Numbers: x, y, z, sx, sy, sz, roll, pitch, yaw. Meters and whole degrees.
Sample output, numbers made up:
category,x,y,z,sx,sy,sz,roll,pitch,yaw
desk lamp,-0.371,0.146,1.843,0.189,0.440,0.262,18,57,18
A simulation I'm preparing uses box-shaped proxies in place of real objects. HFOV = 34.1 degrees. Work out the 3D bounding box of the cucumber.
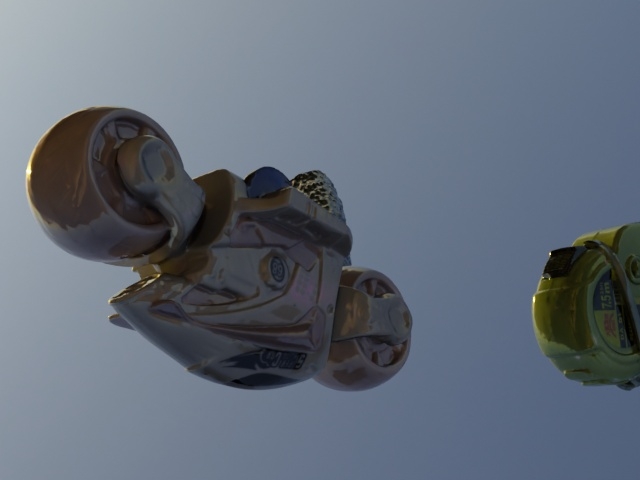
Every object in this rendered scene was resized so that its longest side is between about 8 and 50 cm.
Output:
category,x,y,z,sx,sy,sz,roll,pitch,yaw
cucumber,0.000,0.000,1.096,0.067,0.067,0.293,-34,-159,9

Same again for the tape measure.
category,x,y,z,sx,sy,sz,roll,pitch,yaw
tape measure,0.291,0.076,1.096,0.087,0.154,0.178,-19,-100,53

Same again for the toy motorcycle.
category,x,y,z,sx,sy,sz,roll,pitch,yaw
toy motorcycle,-0.043,0.024,0.536,0.112,0.254,0.112,-25,-132,32
